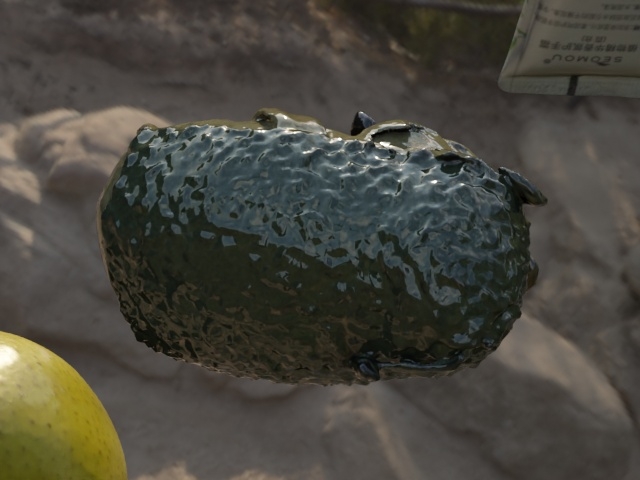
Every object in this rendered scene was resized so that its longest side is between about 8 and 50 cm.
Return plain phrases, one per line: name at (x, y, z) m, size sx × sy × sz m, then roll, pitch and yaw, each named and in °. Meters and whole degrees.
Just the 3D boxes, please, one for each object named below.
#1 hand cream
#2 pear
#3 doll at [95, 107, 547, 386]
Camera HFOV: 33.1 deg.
hand cream at (0.111, -0.130, 0.386) m, size 0.067 × 0.194 × 0.042 m, roll -1°, pitch 47°, yaw -5°
pear at (-0.399, 0.282, 1.201) m, size 0.362 × 0.362 × 0.418 m, roll 46°, pitch -4°, yaw 19°
doll at (0.000, 0.000, 0.854) m, size 0.350 × 0.247 × 0.247 m, roll 8°, pitch 13°, yaw 30°
